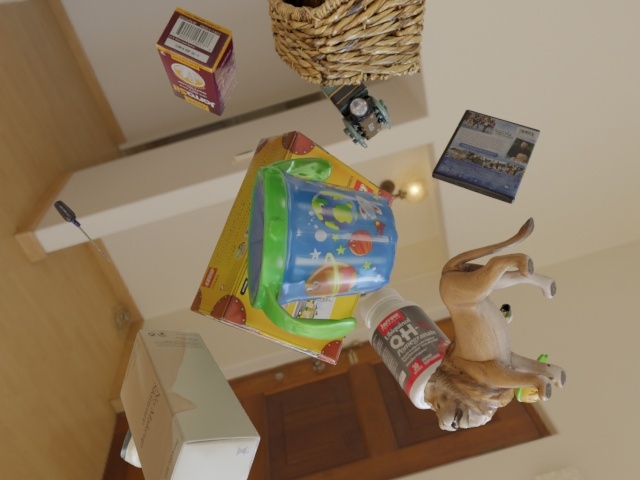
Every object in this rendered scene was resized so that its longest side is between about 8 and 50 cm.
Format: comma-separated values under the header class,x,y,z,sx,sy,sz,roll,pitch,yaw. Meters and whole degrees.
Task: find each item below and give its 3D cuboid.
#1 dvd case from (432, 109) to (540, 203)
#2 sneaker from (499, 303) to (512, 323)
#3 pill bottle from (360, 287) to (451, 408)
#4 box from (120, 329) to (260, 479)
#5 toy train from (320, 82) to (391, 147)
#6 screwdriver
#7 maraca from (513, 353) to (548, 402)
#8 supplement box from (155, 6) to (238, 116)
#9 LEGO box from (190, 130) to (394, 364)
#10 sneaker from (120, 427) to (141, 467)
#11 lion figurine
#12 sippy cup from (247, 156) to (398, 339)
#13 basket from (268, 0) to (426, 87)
class,x,y,z,sx,sy,sz,roll,pitch,yaw
dvd case,0.376,-0.197,1.188,0.253,0.180,0.022,-56,159,-35
sneaker,0.348,0.153,1.024,0.083,0.031,0.035,-43,128,-45
pill bottle,0.241,0.278,1.433,0.318,0.176,0.176,52,-15,44
box,-0.227,0.285,0.867,0.311,0.121,0.148,34,-71,54
toy train,0.107,-0.391,1.559,0.190,0.142,0.334,53,10,6
screwdriver,-0.497,-0.020,1.113,0.170,0.025,0.024,44,-43,-1
maraca,0.637,0.414,1.588,0.099,0.127,0.186,35,-37,40
supplement box,-0.215,-0.313,0.950,0.188,0.104,0.081,118,-4,-78
LEGO box,-0.059,0.024,1.407,0.372,0.501,0.193,29,-15,-34
sneaker,-0.290,0.504,1.234,0.158,0.182,0.410,-65,158,-16
lion figurine,0.279,0.154,0.925,0.142,0.240,0.393,-17,103,-46
sippy cup,0.000,0.000,0.885,0.240,0.223,0.306,176,-84,-76
basket,0.021,-0.405,0.812,0.223,0.213,0.299,89,-13,-45
